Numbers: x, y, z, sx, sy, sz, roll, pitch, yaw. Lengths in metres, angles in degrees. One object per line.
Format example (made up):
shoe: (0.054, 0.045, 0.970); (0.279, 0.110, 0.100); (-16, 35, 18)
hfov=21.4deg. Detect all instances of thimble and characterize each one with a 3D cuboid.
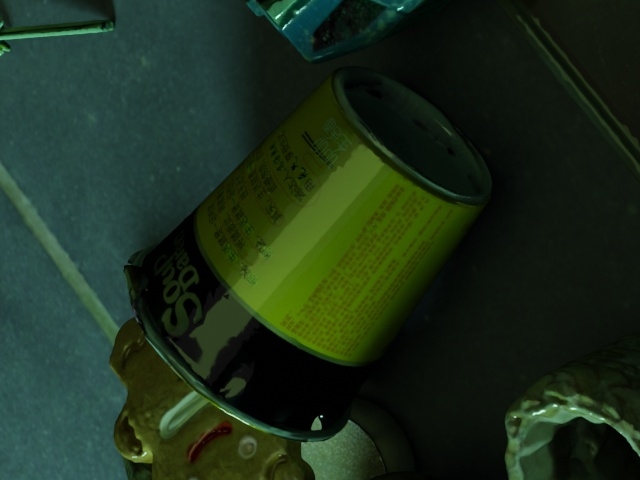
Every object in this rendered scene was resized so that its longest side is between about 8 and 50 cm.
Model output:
thimble: (0.226, 0.163, 1.175); (0.137, 0.143, 0.190); (-38, 79, 34)

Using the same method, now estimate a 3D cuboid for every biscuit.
biscuit: (-0.095, 0.145, 1.406); (0.184, 0.035, 0.249); (-37, 57, 21)

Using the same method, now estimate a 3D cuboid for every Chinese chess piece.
Chinese chess piece: (0.019, 0.187, 1.386); (0.122, 0.051, 0.122); (7, 103, 33)

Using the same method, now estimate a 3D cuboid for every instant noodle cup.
instant noodle cup: (0.000, 0.000, 1.278); (0.215, 0.215, 0.236); (47, 114, 18)

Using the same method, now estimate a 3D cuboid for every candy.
candy: (-0.296, -0.184, 1.528); (0.262, 0.073, 0.077); (0, 119, 28)

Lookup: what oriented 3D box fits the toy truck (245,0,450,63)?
toy truck: (0.063, -0.256, 1.196); (0.279, 0.155, 0.156); (-41, 85, 34)

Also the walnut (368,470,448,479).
walnut: (0.060, 0.315, 1.268); (0.227, 0.283, 0.283); (-160, 64, -67)

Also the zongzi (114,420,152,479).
zongzi: (-0.128, 0.285, 1.482); (0.204, 0.094, 0.205); (24, 111, 30)

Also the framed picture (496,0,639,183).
framed picture: (0.290, -0.189, 1.126); (0.335, 0.022, 0.247); (-46, 73, 33)
